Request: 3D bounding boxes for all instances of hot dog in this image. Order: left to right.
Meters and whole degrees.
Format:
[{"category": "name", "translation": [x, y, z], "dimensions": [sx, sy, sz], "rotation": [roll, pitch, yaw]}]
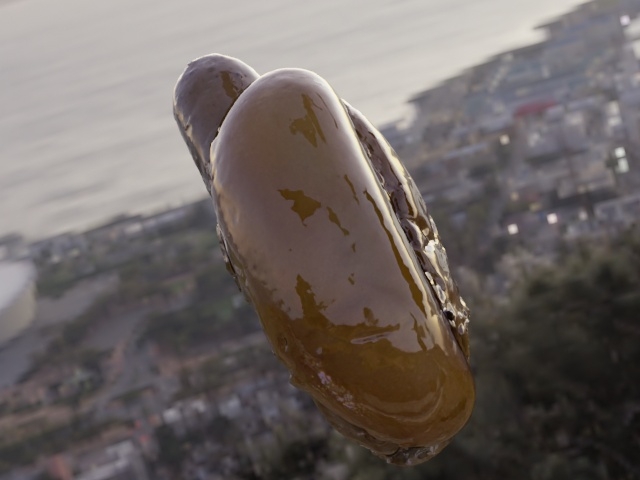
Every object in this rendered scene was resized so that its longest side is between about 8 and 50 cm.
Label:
[{"category": "hot dog", "translation": [0.000, 0.000, 0.488], "dimensions": [0.060, 0.140, 0.090], "rotation": [-24, -11, 10]}]
